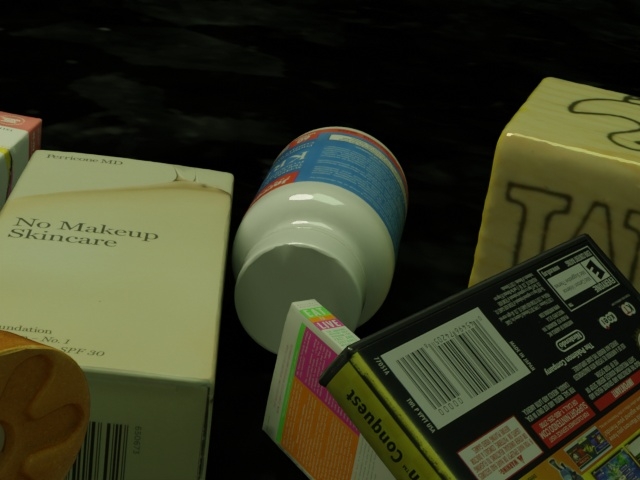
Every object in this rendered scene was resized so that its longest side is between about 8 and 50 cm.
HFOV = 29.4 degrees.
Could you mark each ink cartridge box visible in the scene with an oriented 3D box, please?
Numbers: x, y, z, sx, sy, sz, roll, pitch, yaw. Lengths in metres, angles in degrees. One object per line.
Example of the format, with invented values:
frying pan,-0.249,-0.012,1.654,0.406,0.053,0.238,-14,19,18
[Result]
ink cartridge box,-0.322,-0.055,1.030,0.115,0.067,0.198,10,24,3

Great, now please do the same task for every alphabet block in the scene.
alphabet block,0.231,0.003,0.938,0.197,0.194,0.192,15,23,14

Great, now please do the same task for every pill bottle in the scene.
pill bottle,0.000,0.000,0.947,0.124,0.124,0.221,10,23,4

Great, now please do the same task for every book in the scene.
book,0.018,0.110,0.740,0.035,0.096,0.144,-7,28,-30

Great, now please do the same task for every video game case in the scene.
video game case,0.161,0.125,0.689,0.274,0.035,0.248,-20,65,-50

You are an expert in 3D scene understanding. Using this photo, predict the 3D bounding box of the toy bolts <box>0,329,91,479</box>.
toy bolts,-0.122,0.175,0.450,0.158,0.218,0.228,32,50,31

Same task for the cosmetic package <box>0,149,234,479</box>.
cosmetic package,-0.143,0.051,0.800,0.160,0.113,0.309,6,25,-6
